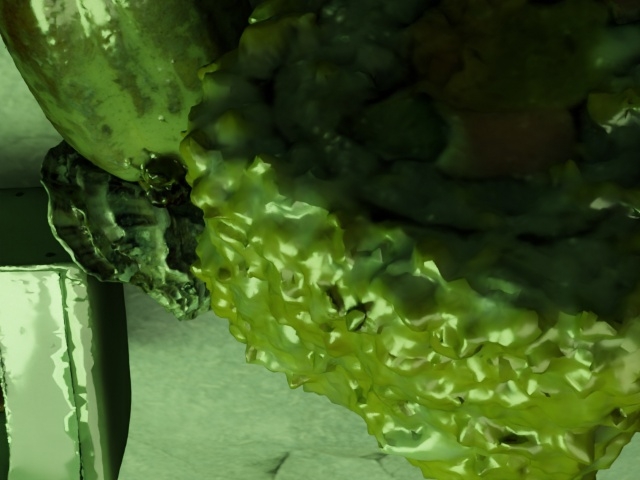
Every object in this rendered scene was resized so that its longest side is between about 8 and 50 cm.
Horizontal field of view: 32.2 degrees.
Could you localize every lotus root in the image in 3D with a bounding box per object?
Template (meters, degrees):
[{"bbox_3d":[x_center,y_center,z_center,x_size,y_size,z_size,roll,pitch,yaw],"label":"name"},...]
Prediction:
[{"bbox_3d":[-0.136,-0.160,0.768,0.173,0.173,0.309,-9,140,6],"label":"lotus root"}]

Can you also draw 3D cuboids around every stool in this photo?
[{"bbox_3d":[-0.310,0.097,0.958,0.270,0.170,0.243,-3,114,-4],"label":"stool"}]

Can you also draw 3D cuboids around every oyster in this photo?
[{"bbox_3d":[-0.134,0.000,0.931,0.087,0.199,0.252,-36,116,19],"label":"oyster"}]

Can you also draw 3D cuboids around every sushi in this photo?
[{"bbox_3d":[0.104,-0.068,0.707,0.351,0.396,0.240,26,154,21],"label":"sushi"}]

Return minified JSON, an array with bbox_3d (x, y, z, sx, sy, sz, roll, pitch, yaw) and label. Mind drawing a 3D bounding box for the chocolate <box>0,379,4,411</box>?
[{"bbox_3d":[-0.384,0.166,1.140,0.214,0.093,0.148,17,131,-20],"label":"chocolate"}]
